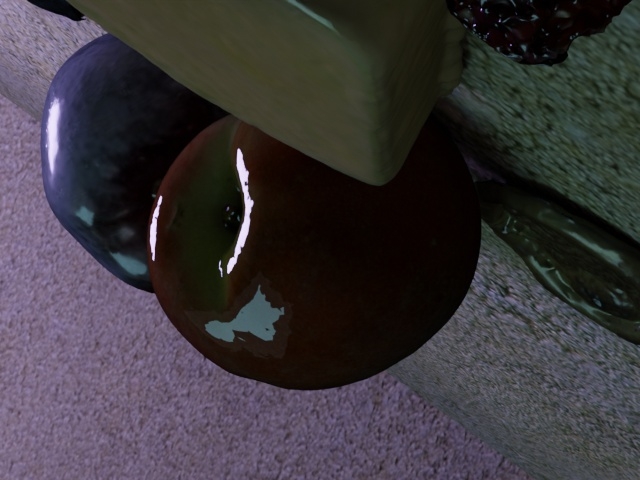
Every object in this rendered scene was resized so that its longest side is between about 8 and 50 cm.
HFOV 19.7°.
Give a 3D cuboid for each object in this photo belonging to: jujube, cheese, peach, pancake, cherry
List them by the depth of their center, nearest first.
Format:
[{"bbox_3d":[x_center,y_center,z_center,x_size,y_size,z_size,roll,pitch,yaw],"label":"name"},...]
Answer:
[{"bbox_3d":[0.095,-0.137,0.746,0.104,0.104,0.166,35,160,8],"label":"jujube"},{"bbox_3d":[-0.037,-0.148,1.162,0.384,0.104,0.384,30,172,4],"label":"cheese"},{"bbox_3d":[0.000,0.000,1.426,0.252,0.252,0.252,35,173,5],"label":"peach"},{"bbox_3d":[0.207,0.017,1.467,0.212,0.029,0.235,36,171,6],"label":"pancake"},{"bbox_3d":[-0.156,-0.079,1.745,0.255,0.218,0.296,60,174,-30],"label":"cherry"}]

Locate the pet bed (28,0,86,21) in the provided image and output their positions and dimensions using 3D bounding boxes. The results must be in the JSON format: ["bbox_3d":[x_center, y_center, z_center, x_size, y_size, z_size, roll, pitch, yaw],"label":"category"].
[{"bbox_3d":[-0.301,-0.283,1.803,0.201,0.053,0.201,36,173,5],"label":"pet bed"}]
